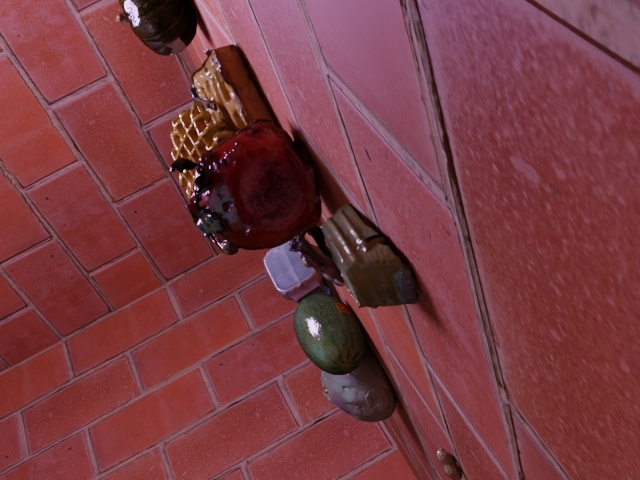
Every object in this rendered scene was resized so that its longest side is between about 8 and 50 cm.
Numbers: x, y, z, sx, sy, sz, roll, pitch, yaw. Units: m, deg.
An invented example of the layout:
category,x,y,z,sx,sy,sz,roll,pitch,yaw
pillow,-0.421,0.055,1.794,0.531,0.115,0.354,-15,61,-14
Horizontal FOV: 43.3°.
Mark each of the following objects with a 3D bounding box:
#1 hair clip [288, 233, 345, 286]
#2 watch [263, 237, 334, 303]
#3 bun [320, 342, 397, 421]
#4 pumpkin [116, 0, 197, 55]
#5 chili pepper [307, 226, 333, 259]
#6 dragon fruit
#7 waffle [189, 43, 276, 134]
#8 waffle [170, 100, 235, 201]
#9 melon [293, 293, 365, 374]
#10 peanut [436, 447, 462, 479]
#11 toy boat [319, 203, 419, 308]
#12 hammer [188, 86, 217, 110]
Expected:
category,x,y,z,sx,sy,sz,roll,pitch,yaw
hair clip,-0.003,0.045,2.001,0.172,0.049,0.116,37,-156,-20
watch,-0.042,0.130,2.543,0.253,0.161,0.241,61,-172,33
bun,0.095,0.426,2.433,0.293,0.187,0.293,58,172,13
pumpkin,-0.448,-0.613,2.123,0.260,0.189,0.260,61,-179,-2
chili pepper,-0.001,-0.004,1.960,0.118,0.035,0.055,48,-170,37
dragon fruit,-0.139,-0.095,1.583,0.250,0.269,0.291,64,162,-13
waffle,-0.191,-0.285,1.845,0.304,0.077,0.348,64,165,-9
waffle,-0.264,-0.170,1.877,0.283,0.065,0.310,23,132,46
melon,0.020,0.256,2.287,0.288,0.182,0.182,54,171,40
peanut,0.290,0.502,1.804,0.083,0.037,0.037,57,174,4
toy boat,0.063,0.028,1.262,0.111,0.084,0.276,66,174,-25
hammer,-0.268,-0.317,1.874,0.182,0.017,0.062,36,149,62
